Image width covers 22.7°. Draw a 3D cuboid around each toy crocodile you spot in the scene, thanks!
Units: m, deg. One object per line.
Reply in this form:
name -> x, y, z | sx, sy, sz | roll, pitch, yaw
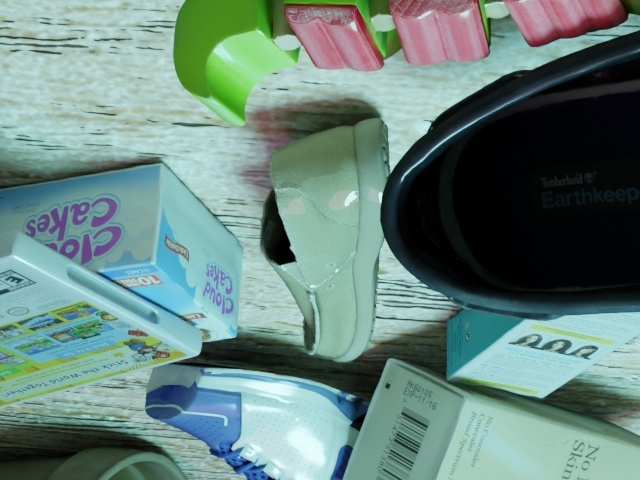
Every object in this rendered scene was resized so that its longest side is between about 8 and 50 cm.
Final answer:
toy crocodile -> 0.077, -0.145, 0.889 | 0.341, 0.105, 0.115 | -8, 152, 17

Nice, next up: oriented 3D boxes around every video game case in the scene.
video game case -> -0.241, 0.067, 1.215 | 0.227, 0.026, 0.206 | -17, 147, 31

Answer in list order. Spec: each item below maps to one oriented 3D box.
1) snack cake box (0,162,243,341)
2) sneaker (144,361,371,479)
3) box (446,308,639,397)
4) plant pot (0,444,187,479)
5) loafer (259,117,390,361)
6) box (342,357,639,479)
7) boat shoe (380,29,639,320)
snack cake box -> -0.212, 0.027, 1.262 | 0.264, 0.089, 0.152 | -9, 151, 20
sneaker -> -0.018, 0.227, 1.513 | 0.316, 0.182, 0.127 | 18, 170, -29
box -> 0.201, 0.058, 1.334 | 0.101, 0.060, 0.244 | 12, 151, -19
plant pot -> -0.329, 0.366, 1.752 | 0.280, 0.323, 0.323 | 8, 158, 26
loafer -> 0.000, 0.000, 1.198 | 0.092, 0.102, 0.268 | 4, 144, -1
box -> 0.186, 0.224, 1.514 | 0.311, 0.148, 0.121 | 17, -177, -37
boat shoe -> 0.246, -0.046, 0.840 | 0.500, 0.186, 0.156 | -10, -179, 37
